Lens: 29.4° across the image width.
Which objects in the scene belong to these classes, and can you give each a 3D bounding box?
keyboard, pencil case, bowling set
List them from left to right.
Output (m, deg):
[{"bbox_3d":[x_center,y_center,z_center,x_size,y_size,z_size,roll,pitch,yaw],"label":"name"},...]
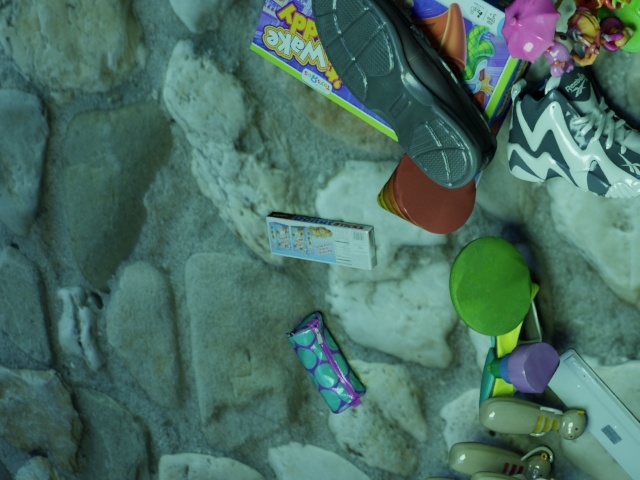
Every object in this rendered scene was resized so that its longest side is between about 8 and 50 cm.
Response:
[{"bbox_3d":[0.009,0.190,1.878,0.152,0.064,0.070,59,156,-6],"label":"pencil case"},{"bbox_3d":[0.261,0.368,1.700,0.154,0.200,0.287,11,140,-14],"label":"bowling set"},{"bbox_3d":[0.408,0.261,1.677,0.256,0.014,0.072,48,136,4],"label":"keyboard"}]

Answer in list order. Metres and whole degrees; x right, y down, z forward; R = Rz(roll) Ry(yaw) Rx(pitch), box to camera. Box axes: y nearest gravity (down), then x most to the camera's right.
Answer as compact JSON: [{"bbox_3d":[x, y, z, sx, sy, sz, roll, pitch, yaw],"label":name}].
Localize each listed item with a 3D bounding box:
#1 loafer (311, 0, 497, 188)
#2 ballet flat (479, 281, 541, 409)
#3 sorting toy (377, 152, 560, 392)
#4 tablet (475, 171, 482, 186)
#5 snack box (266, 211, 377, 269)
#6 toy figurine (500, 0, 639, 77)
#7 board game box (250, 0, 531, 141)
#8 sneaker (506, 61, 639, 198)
[{"bbox_3d":[0.104,-0.201,1.490,0.302,0.095,0.109,54,133,3],"label":"loafer"},{"bbox_3d":[0.264,0.151,1.682,0.077,0.077,0.231,2,117,3],"label":"ballet flat"},{"bbox_3d":[0.176,0.043,1.583,0.126,0.127,0.366,-11,113,57],"label":"sorting toy"},{"bbox_3d":[0.186,-0.079,1.651,0.054,0.006,0.083,31,129,18],"label":"tablet"},{"bbox_3d":[0.000,0.000,1.811,0.178,0.022,0.064,9,120,31],"label":"snack box"},{"bbox_3d":[0.278,-0.246,1.377,0.173,0.159,0.130,57,155,-19],"label":"toy figurine"},{"bbox_3d":[0.096,-0.268,1.565,0.347,0.078,0.233,34,129,16],"label":"board game box"},{"bbox_3d":[0.327,-0.143,1.459,0.235,0.094,0.153,15,131,40],"label":"sneaker"}]
